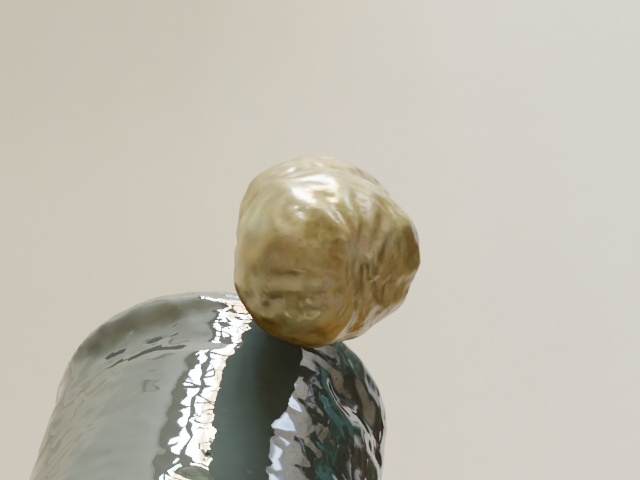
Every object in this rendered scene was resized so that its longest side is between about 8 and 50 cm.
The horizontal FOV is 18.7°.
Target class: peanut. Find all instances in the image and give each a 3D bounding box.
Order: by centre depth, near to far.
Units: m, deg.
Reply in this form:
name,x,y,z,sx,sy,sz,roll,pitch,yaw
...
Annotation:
name,x,y,z,sx,sy,sz,roll,pitch,yaw
peanut,0.002,0.001,0.933,0.193,0.089,0.089,-96,8,-79

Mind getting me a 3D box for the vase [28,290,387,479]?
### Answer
name,x,y,z,sx,sy,sz,roll,pitch,yaw
vase,-0.059,0.171,0.941,0.291,0.245,0.245,-79,-12,-52
